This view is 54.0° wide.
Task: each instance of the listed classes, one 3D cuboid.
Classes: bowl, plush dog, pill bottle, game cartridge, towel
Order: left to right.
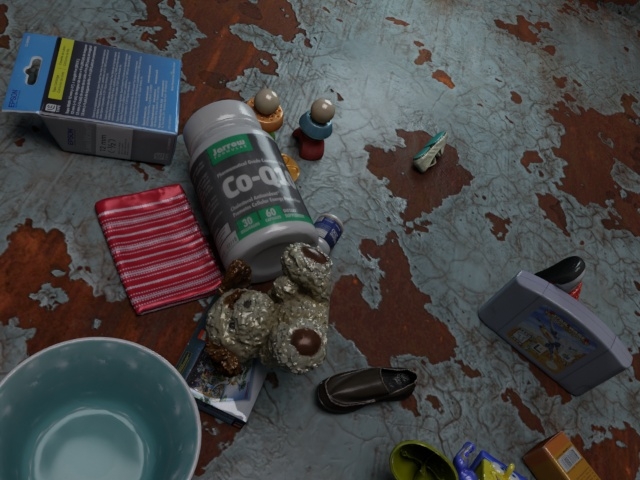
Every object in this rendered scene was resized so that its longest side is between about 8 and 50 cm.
[{"bbox_3d":[-0.353,0.322,0.969,0.311,0.163,0.312,11,53,-15],"label":"bowl"},{"bbox_3d":[-0.328,0.009,1.292,0.198,0.031,0.275,-15,63,-29],"label":"towel"},{"bbox_3d":[-0.159,-0.109,1.333,0.204,0.204,0.361,-11,61,-28],"label":"pill bottle"},{"bbox_3d":[-0.098,0.151,1.152,0.225,0.211,0.263,4,51,1],"label":"plush dog"},{"bbox_3d":[0.000,0.000,1.408,0.067,0.067,0.120,32,50,2],"label":"pill bottle"},{"bbox_3d":[0.516,0.204,1.389,0.297,0.198,0.062,39,56,9],"label":"game cartridge"}]

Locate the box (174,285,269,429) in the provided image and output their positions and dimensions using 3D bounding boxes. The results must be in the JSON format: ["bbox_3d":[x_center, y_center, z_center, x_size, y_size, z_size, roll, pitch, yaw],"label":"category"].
[{"bbox_3d":[-0.172,0.216,1.196,0.159,0.044,0.233,27,50,-3],"label":"box"}]

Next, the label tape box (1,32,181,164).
[{"bbox_3d":[-0.495,-0.316,1.407,0.347,0.115,0.249,5,54,-16],"label":"label tape box"}]

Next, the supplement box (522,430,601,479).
[{"bbox_3d":[0.517,0.506,1.250,0.080,0.078,0.233,-19,66,-35],"label":"supplement box"}]

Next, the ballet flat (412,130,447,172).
[{"bbox_3d":[0.306,-0.241,1.728,0.168,0.057,0.052,-44,107,-35],"label":"ballet flat"}]

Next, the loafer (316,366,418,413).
[{"bbox_3d":[0.097,0.280,1.238,0.220,0.078,0.080,-6,58,-26],"label":"loafer"}]

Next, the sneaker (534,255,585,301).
[{"bbox_3d":[0.564,0.128,1.430,0.090,0.270,0.145,-40,84,-14],"label":"sneaker"}]

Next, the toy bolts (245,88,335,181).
[{"bbox_3d":[-0.062,-0.257,1.509,0.228,0.158,0.218,-10,61,-28],"label":"toy bolts"}]

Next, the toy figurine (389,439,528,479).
[{"bbox_3d":[0.288,0.479,1.172,0.362,0.191,0.217,30,20,10],"label":"toy figurine"}]
